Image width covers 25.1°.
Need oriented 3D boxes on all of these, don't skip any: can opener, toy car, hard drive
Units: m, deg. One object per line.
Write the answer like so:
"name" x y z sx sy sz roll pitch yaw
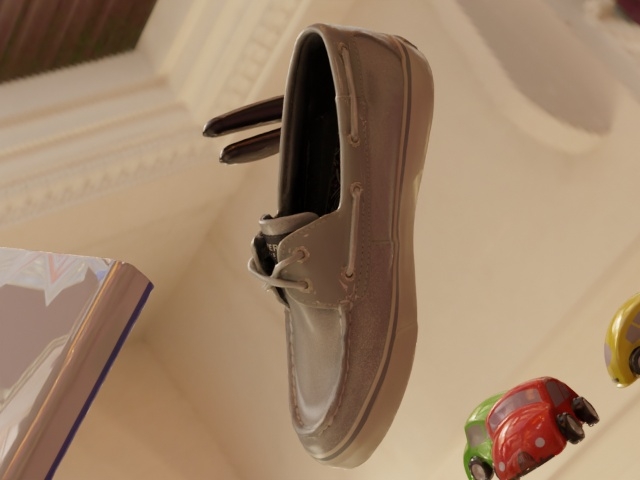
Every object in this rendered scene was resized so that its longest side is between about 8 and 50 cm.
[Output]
"can opener" -0.019 -0.097 1.139 0.186 0.073 0.059 -15 -120 -39
"toy car" 0.160 0.118 1.034 0.239 0.225 0.053 -30 -99 -34
"hard drive" -0.272 0.151 1.069 0.040 0.210 0.318 46 -120 -40

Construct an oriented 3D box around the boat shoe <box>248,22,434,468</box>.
"boat shoe" 0.001 -0.001 0.732 0.081 0.079 0.227 13 -101 -35
